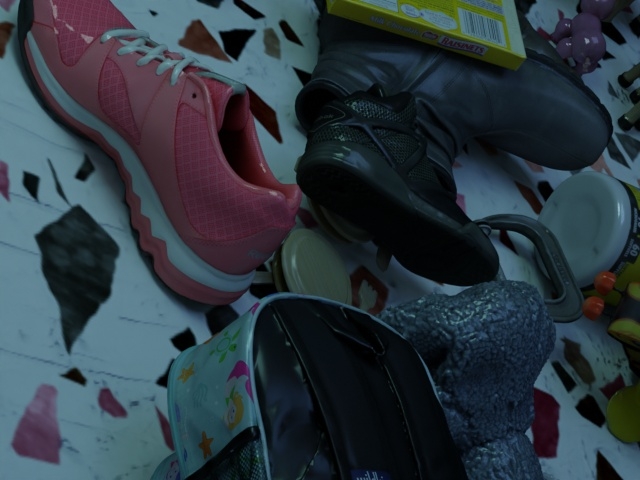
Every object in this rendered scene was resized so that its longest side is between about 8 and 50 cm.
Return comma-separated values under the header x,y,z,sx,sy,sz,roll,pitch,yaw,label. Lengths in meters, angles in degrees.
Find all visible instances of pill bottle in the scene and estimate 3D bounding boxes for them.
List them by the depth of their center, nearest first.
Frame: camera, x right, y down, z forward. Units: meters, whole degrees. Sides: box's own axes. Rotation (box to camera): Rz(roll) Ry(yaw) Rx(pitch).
x,y,z,sx,sy,sz,roll,pitch,yaw,label
0.325,0.015,1.927,0.208,0.119,0.119,19,43,-36,pill bottle

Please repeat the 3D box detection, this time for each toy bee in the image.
x,y,z,sx,sy,sz,roll,pitch,yaw,label
0.326,0.077,1.795,0.162,0.298,0.195,26,62,8,toy bee

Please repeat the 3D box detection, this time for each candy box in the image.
x,y,z,sx,sy,sz,roll,pitch,yaw,label
0.097,-0.230,1.832,0.206,0.027,0.105,15,44,-23,candy box

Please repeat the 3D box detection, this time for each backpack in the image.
x,y,z,sx,sy,sz,roll,pitch,yaw,label
-0.004,0.170,1.332,0.225,0.191,0.253,15,53,-44,backpack

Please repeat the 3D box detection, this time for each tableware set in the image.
x,y,z,sx,sy,sz,roll,pitch,yaw,label
0.000,0.000,1.648,0.128,0.039,0.194,48,37,-22,tableware set

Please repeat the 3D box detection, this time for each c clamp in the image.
x,y,z,sx,sy,sz,roll,pitch,yaw,label
0.183,0.028,1.816,0.137,0.022,0.160,7,43,-20,c clamp

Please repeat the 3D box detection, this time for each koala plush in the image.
x,y,z,sx,sy,sz,roll,pitch,yaw,label
0.111,0.160,1.498,0.196,0.203,0.221,0,70,-46,koala plush

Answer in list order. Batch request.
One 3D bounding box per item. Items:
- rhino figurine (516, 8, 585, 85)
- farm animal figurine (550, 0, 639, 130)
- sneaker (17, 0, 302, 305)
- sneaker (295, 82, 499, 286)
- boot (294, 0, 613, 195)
x,y,z,sx,sy,sz,roll,pitch,yaw,label
0.192,-0.208,2.043,0.243,0.073,0.106,52,37,7,rhino figurine
0.376,-0.313,2.265,0.330,0.172,0.327,53,34,7,farm animal figurine
-0.117,-0.108,1.532,0.314,0.136,0.116,56,33,11,sneaker
0.079,-0.054,1.674,0.227,0.087,0.130,34,50,-29,sneaker
0.127,-0.104,1.849,0.338,0.118,0.222,25,42,-14,boot
